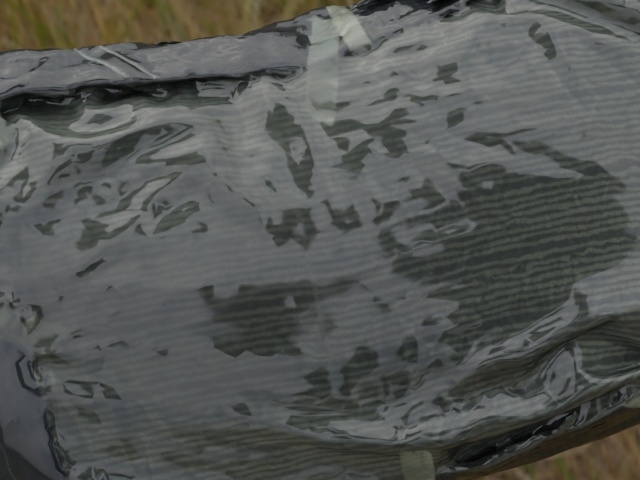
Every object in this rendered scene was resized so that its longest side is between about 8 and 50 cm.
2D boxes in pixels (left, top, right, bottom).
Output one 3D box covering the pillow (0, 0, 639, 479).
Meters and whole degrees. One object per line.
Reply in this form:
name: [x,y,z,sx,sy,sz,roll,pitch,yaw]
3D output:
pillow: [0.000,0.000,0.587,0.335,0.092,0.162,-15,85,-5]
